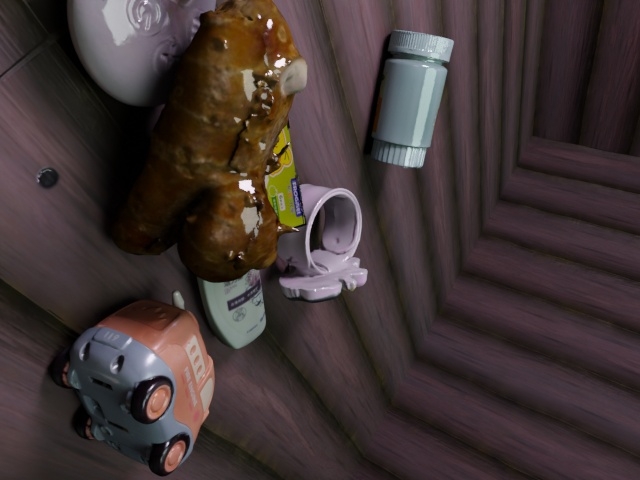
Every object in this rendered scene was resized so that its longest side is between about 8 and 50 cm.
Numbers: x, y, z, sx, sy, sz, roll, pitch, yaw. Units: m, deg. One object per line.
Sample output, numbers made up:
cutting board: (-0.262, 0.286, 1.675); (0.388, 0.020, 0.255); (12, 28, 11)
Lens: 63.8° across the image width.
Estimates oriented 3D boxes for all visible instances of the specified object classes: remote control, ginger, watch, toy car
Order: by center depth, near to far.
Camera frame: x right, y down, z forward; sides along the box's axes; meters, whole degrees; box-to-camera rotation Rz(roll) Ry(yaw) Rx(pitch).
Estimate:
remote control: (-0.211, -0.336, 0.648); (0.221, 0.104, 0.331); (-18, 122, -62)
ginger: (-0.120, -0.111, 0.713); (0.418, 0.254, 0.176); (-61, -178, 20)
toy car: (-0.270, 0.222, 0.835); (0.212, 0.181, 0.270); (-49, 145, -48)
watch: (0.000, 0.000, 1.131); (0.244, 0.196, 0.231); (-23, 120, -48)

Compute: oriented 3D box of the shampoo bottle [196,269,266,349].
shampoo bottle: (-0.176, 0.050, 0.969); (0.134, 0.078, 0.359); (-39, 139, -41)

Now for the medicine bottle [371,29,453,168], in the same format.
medicine bottle: (0.224, -0.352, 1.304); (0.158, 0.158, 0.317); (-17, 122, -55)

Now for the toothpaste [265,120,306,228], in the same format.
toothpaste: (-0.108, -0.166, 0.852); (0.110, 0.077, 0.327); (-22, 107, -51)
